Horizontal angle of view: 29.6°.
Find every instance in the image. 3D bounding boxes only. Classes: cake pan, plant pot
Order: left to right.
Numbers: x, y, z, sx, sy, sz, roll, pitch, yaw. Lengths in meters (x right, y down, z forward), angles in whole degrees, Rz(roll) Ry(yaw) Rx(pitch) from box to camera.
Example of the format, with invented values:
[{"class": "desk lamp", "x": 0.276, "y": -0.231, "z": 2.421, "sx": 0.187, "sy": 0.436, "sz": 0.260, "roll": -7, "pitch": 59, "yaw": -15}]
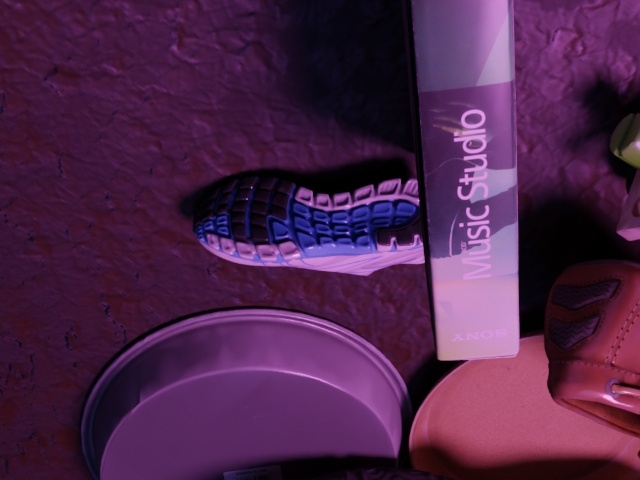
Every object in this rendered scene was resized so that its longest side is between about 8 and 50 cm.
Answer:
[{"class": "cake pan", "x": -0.061, "y": 0.186, "z": 1.050, "sx": 0.293, "sy": 0.054, "sz": 0.293, "roll": -3, "pitch": 127, "yaw": -4}, {"class": "plant pot", "x": 0.193, "y": 0.161, "z": 1.069, "sx": 0.236, "sy": 0.032, "sz": 0.236, "roll": -3, "pitch": 128, "yaw": -3}]

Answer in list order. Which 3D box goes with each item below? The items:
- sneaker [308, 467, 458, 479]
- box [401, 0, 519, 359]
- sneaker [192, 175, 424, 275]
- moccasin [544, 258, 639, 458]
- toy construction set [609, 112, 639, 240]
[{"class": "sneaker", "x": 0.123, "y": 0.339, "z": 1.072, "sx": 0.447, "sy": 0.169, "sz": 0.257, "roll": 6, "pitch": 137, "yaw": -18}, {"class": "box", "x": 0.076, "y": -0.122, "z": 0.722, "sx": 0.058, "sy": 0.232, "sz": 0.322, "roll": -6, "pitch": 126, "yaw": 5}, {"class": "sneaker", "x": 0.000, "y": 0.000, "z": 0.912, "sx": 0.191, "sy": 0.071, "sz": 0.083, "roll": 2, "pitch": 153, "yaw": 5}, {"class": "moccasin", "x": 0.312, "y": 0.156, "z": 0.947, "sx": 0.139, "sy": 0.147, "sz": 0.380, "roll": -6, "pitch": 148, "yaw": 45}, {"class": "toy construction set", "x": 0.348, "y": -0.061, "z": 0.825, "sx": 0.237, "sy": 0.257, "sz": 0.309, "roll": 32, "pitch": 98, "yaw": -11}]
